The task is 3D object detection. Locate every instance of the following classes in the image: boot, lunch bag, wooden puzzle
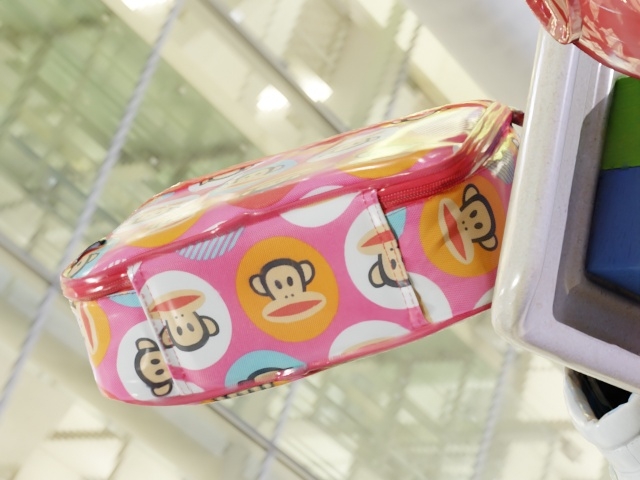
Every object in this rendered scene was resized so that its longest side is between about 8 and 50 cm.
[{"bbox_3d":[0.212,0.079,1.035,0.095,0.123,0.258,-31,-164,20],"label":"boot"},{"bbox_3d":[0.000,0.000,1.110,0.293,0.120,0.258,-16,-169,18],"label":"lunch bag"},{"bbox_3d":[0.231,-0.067,0.830,0.080,0.348,0.322,-4,-110,45],"label":"wooden puzzle"}]

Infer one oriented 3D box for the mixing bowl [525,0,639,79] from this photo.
[{"bbox_3d":[0.080,-0.103,0.370,0.098,0.181,0.181,-24,-140,1],"label":"mixing bowl"}]
